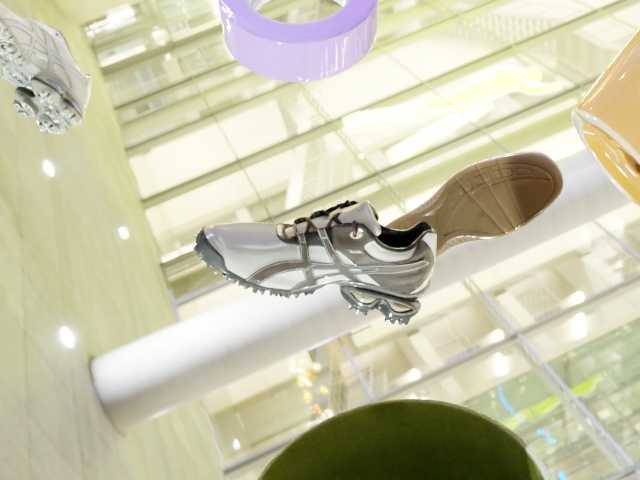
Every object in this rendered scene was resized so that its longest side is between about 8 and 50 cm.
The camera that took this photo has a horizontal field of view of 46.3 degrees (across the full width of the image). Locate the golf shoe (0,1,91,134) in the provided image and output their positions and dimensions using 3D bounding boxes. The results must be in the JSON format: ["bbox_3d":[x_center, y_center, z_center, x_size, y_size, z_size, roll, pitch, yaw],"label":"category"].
[{"bbox_3d":[-0.289,-0.188,0.720,0.176,0.069,0.086,57,34,-41],"label":"golf shoe"}]

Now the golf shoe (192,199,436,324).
[{"bbox_3d":[0.000,0.000,0.604,0.077,0.198,0.094,-105,-149,-58],"label":"golf shoe"}]

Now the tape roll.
[{"bbox_3d":[-0.036,-0.402,1.290,0.090,0.274,0.275,89,-23,-58],"label":"tape roll"}]

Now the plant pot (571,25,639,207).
[{"bbox_3d":[0.297,-0.108,0.539,0.205,0.188,0.205,49,8,-9],"label":"plant pot"}]

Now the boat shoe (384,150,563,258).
[{"bbox_3d":[0.196,-0.043,1.019,0.105,0.285,0.089,62,32,-3],"label":"boat shoe"}]

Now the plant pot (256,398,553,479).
[{"bbox_3d":[0.092,0.353,0.698,0.275,0.274,0.294,-126,-161,-59],"label":"plant pot"}]
